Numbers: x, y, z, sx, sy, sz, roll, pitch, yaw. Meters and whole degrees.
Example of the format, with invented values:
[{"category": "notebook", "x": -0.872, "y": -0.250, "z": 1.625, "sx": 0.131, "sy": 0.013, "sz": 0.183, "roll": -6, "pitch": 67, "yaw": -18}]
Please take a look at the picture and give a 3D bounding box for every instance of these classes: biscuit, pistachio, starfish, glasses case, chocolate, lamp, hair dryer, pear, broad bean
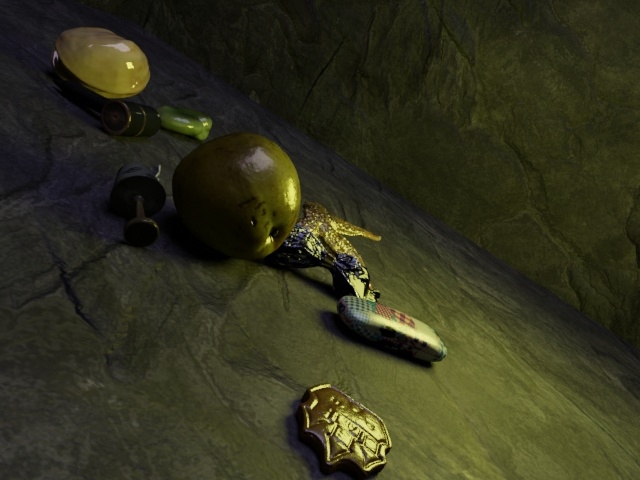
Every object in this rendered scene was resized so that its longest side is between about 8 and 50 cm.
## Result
[{"category": "biscuit", "x": 0.039, "y": 0.328, "z": 0.980, "sx": 0.182, "sy": 0.034, "sz": 0.215, "roll": 33, "pitch": 17, "yaw": 6}, {"category": "pistachio", "x": -0.745, "y": -0.602, "z": 1.949, "sx": 0.321, "sy": 0.229, "sz": 0.238, "roll": 8, "pitch": 61, "yaw": -35}, {"category": "starfish", "x": 0.006, "y": -0.010, "z": 1.747, "sx": 0.383, "sy": 0.132, "sz": 0.398, "roll": 33, "pitch": 20, "yaw": -10}, {"category": "glasses case", "x": 0.184, "y": 0.224, "z": 1.446, "sx": 0.327, "sy": 0.076, "sz": 0.125, "roll": 24, "pitch": 17, "yaw": -24}, {"category": "chocolate", "x": 0.027, "y": 0.066, "z": 1.538, "sx": 0.343, "sy": 0.126, "sz": 0.148, "roll": 28, "pitch": 31, "yaw": -14}, {"category": "lamp", "x": -0.399, "y": -0.083, "z": 1.251, "sx": 0.121, "sy": 0.121, "sz": 0.215, "roll": 20, "pitch": 30, "yaw": -33}, {"category": "hair dryer", "x": -0.688, "y": -0.434, "z": 1.793, "sx": 0.352, "sy": 0.107, "sz": 0.189, "roll": 29, "pitch": 14, "yaw": 12}, {"category": "pear", "x": -0.194, "y": -0.097, "z": 1.376, "sx": 0.303, "sy": 0.304, "sz": 0.304, "roll": 28, "pitch": 17, "yaw": -10}, {"category": "broad bean", "x": -0.508, "y": -0.441, "z": 2.103, "sx": 0.169, "sy": 0.100, "sz": 0.228, "roll": 32, "pitch": 17, "yaw": 28}]

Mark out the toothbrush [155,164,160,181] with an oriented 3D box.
[{"category": "toothbrush", "x": -0.463, "y": -0.192, "z": 1.623, "sx": 0.013, "sy": 0.011, "sz": 0.131, "roll": 12, "pitch": 23, "yaw": -17}]
